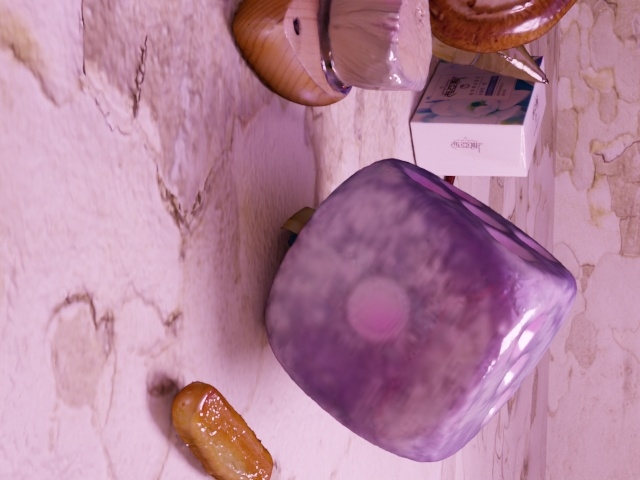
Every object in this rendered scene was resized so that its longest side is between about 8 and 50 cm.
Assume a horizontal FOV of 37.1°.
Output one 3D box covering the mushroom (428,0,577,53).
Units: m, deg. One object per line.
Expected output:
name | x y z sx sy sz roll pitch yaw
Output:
mushroom | 0.272 -0.471 1.535 0.259 0.346 0.345 -22 113 -83

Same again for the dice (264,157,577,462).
dice | 0.118 0.080 1.131 0.270 0.270 0.271 -57 157 13

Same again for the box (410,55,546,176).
box | 0.301 -0.238 1.778 0.274 0.203 0.116 -62 148 -48

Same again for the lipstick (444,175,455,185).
lipstick | 0.279 -0.174 1.979 0.027 0.027 0.176 65 36 -49

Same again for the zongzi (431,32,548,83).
zongzi | 0.310 -0.407 1.740 0.115 0.256 0.228 122 -19 -60

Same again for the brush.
brush | 0.020 -0.243 1.114 0.267 0.166 0.174 -24 114 -64

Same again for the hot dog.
hot dog | -0.106 0.209 0.991 0.066 0.047 0.215 -62 150 -22

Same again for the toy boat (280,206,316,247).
toy boat | 0.000 0.000 1.225 0.066 0.065 0.172 -64 156 0
